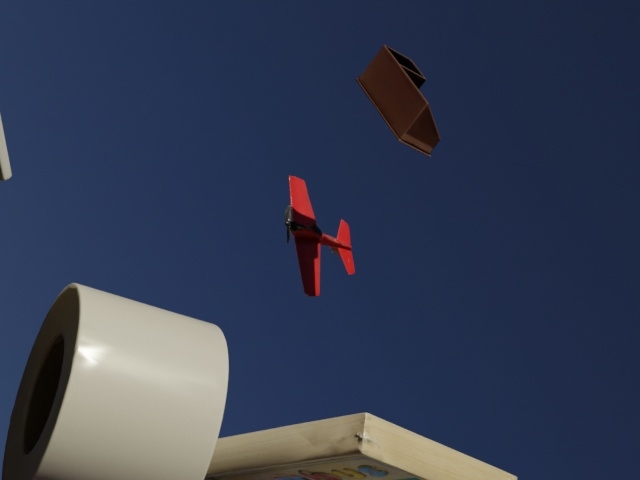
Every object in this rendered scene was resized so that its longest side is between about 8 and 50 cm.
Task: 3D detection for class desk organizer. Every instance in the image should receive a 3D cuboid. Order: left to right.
[{"bbox_3d":[0.089,-0.148,1.604,0.050,0.047,0.130,-52,-143,19],"label":"desk organizer"}]

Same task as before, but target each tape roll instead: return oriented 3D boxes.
[{"bbox_3d":[-0.221,0.184,1.634,0.246,0.169,0.246,-53,-153,43],"label":"tape roll"}]

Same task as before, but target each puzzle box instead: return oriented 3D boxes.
[{"bbox_3d":[0.011,0.306,1.950,0.409,0.272,0.052,-17,-125,46],"label":"puzzle box"}]

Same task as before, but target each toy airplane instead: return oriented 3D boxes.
[{"bbox_3d":[0.000,0.000,1.769,0.028,0.151,0.151,-18,-89,25],"label":"toy airplane"}]

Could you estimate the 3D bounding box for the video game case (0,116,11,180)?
[{"bbox_3d":[-0.453,-0.159,1.902,0.143,0.019,0.157,14,-57,32],"label":"video game case"}]
